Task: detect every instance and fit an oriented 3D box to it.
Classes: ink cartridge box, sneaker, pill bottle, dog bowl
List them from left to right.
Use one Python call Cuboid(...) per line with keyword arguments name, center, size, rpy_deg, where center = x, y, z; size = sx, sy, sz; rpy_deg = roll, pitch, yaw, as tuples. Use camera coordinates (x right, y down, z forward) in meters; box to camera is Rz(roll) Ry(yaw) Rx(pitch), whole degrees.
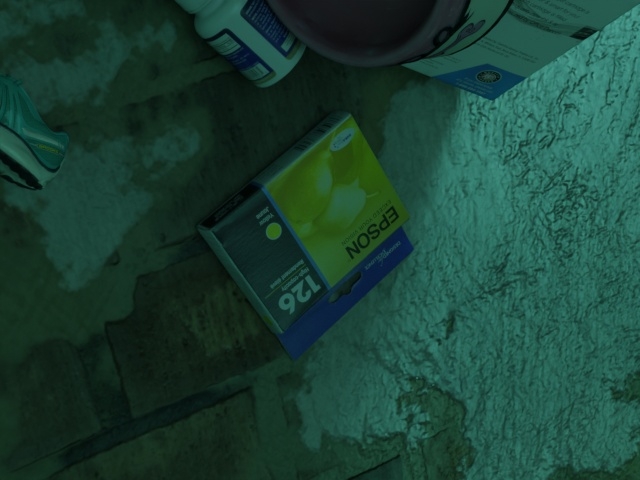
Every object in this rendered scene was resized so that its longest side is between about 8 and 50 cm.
Cuboid(name="sneaker", center=(-0.452, -0.184, 1.341), size=(0.275, 0.107, 0.110), rpy_deg=(47, 57, -34))
Cuboid(name="pill bottle", center=(-0.120, -0.324, 1.481), size=(0.187, 0.112, 0.112), rpy_deg=(40, 79, -31))
Cuboid(name="ink cartridge box", center=(0.000, 0.000, 1.647), size=(0.304, 0.072, 0.307), rpy_deg=(-42, 116, -17))
Cuboid(name="dog bowl", center=(0.067, -0.418, 1.368), size=(0.150, 0.408, 0.407), rpy_deg=(-39, 119, -42))
Cuboid(name="ink cartridge box", center=(0.289, -0.405, 1.526), size=(0.286, 0.395, 0.166), rpy_deg=(15, 61, -32))
